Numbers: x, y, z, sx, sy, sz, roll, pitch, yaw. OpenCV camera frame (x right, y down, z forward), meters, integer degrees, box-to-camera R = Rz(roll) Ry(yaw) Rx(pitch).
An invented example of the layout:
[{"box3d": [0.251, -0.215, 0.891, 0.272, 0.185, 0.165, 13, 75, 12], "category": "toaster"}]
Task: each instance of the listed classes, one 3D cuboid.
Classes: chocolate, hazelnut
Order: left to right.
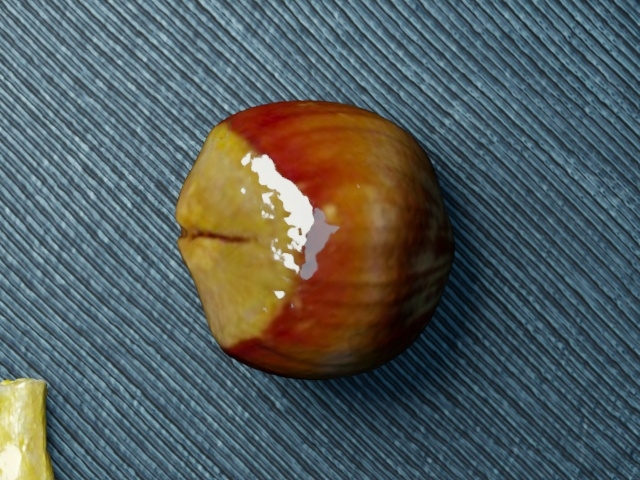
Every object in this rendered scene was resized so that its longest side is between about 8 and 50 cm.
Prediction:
[{"box3d": [-0.238, 0.216, 1.484, 0.086, 0.085, 0.219, 5, 87, -2], "category": "chocolate"}, {"box3d": [-0.002, 0.000, 1.449, 0.181, 0.181, 0.212, 0, 89, 27], "category": "hazelnut"}]
